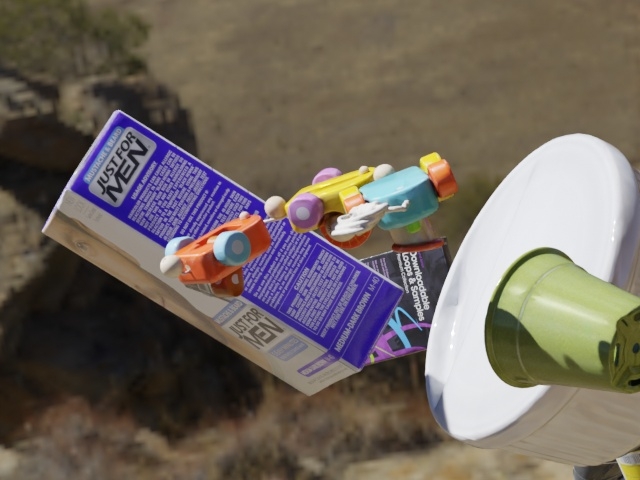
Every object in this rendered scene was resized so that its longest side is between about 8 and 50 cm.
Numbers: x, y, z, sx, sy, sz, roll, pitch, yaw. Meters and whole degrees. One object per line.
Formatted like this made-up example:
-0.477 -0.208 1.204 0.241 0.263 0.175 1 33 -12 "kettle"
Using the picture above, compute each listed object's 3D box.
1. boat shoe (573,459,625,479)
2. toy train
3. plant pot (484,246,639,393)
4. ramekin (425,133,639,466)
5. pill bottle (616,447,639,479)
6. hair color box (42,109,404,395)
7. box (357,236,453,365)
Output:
0.399 0.196 2.124 0.113 0.105 0.306 20 41 27 "boat shoe"
0.000 0.000 0.935 0.166 0.046 0.125 -8 19 48 "toy train"
0.148 0.051 0.984 0.083 0.083 0.079 -22 24 -35 "plant pot"
0.208 0.058 1.437 0.127 0.272 0.273 24 11 -20 "ramekin"
0.313 0.214 1.633 0.065 0.116 0.065 -23 18 8 "pill bottle"
-0.104 0.020 1.794 0.110 0.339 0.185 -59 7 -20 "hair color box"
0.075 0.071 1.941 0.162 0.116 0.029 -17 -4 18 "box"
